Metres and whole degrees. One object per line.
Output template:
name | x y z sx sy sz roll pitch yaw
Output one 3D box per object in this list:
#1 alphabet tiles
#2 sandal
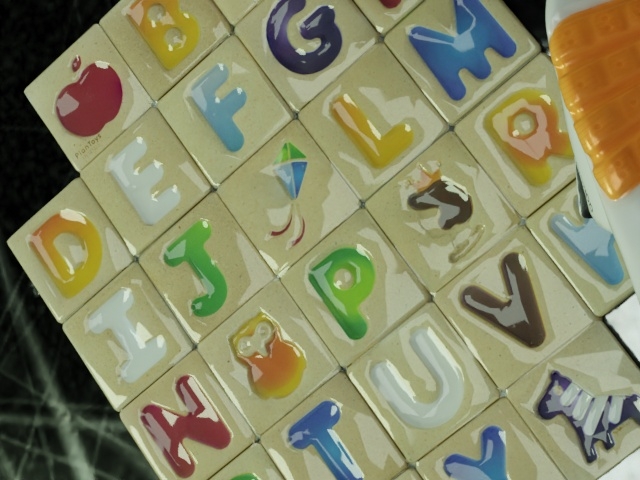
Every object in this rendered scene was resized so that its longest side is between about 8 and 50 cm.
alphabet tiles | 0.000 0.000 0.706 0.285 0.011 0.342 -40 74 16
sandal | 0.153 -0.018 0.601 0.102 0.076 0.265 -7 69 0
